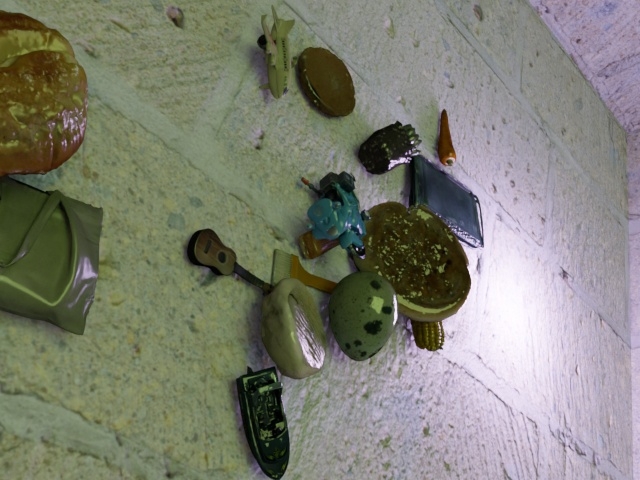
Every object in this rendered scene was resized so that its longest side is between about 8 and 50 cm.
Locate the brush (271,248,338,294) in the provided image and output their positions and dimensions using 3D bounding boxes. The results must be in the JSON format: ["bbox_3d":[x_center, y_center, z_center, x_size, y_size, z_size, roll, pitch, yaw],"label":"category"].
[{"bbox_3d":[-0.016,0.106,1.611,0.272,0.013,0.103,23,60,-38],"label":"brush"}]

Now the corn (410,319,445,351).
[{"bbox_3d":[0.302,0.171,1.836,0.102,0.102,0.312,10,67,-42],"label":"corn"}]

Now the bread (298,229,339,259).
[{"bbox_3d":[0.000,0.000,1.636,0.132,0.053,0.074,-31,98,-49],"label":"bread"}]

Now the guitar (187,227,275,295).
[{"bbox_3d":[-0.190,0.068,1.437,0.271,0.038,0.083,39,57,-35],"label":"guitar"}]

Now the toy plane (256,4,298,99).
[{"bbox_3d":[-0.114,-0.486,1.665,0.229,0.092,0.244,35,58,-67],"label":"toy plane"}]

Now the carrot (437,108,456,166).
[{"bbox_3d":[0.432,-0.360,2.194,0.061,0.061,0.256,25,50,-36],"label":"carrot"}]

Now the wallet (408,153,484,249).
[{"bbox_3d":[0.406,-0.125,2.067,0.342,0.075,0.237,27,52,-33],"label":"wallet"}]

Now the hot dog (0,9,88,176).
[{"bbox_3d":[-0.581,-0.251,1.033,0.365,0.196,0.367,-22,71,-37],"label":"hot dog"}]

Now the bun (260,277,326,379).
[{"bbox_3d":[-0.069,0.207,1.430,0.210,0.116,0.237,55,26,-44],"label":"bun"}]

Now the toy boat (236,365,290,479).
[{"bbox_3d":[-0.115,0.392,1.349,0.093,0.103,0.246,-9,85,-33],"label":"toy boat"}]

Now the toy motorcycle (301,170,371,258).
[{"bbox_3d":[0.043,-0.078,1.614,0.182,0.124,0.272,36,30,-32],"label":"toy motorcycle"}]

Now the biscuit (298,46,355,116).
[{"bbox_3d":[0.019,-0.460,1.830,0.226,0.042,0.225,19,61,-38],"label":"biscuit"}]

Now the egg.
[{"bbox_3d":[0.106,0.189,1.584,0.177,0.177,0.228,17,77,-40],"label":"egg"}]

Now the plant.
[{"bbox_3d":[0.208,-0.279,1.888,0.194,0.132,0.129,-33,102,-41],"label":"plant"}]

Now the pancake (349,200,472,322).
[{"bbox_3d":[0.259,0.043,1.775,0.382,0.071,0.382,11,58,-18],"label":"pancake"}]

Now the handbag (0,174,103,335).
[{"bbox_3d":[-0.529,0.005,1.077,0.316,0.109,0.253,22,56,-31],"label":"handbag"}]
